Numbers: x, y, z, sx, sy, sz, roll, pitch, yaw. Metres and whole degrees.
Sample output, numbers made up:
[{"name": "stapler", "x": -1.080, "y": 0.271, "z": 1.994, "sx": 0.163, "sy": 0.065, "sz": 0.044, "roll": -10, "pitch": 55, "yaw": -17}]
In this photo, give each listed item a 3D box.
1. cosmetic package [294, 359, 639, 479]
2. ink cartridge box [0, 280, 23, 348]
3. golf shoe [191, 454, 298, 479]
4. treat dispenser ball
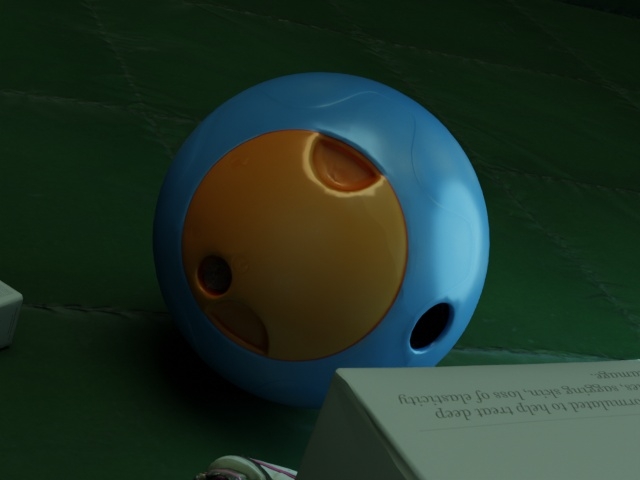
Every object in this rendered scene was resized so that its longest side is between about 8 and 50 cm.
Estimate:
[{"name": "cosmetic package", "x": 0.068, "y": 0.248, "z": 0.666, "sx": 0.217, "sy": 0.385, "sz": 0.156, "roll": 3, "pitch": 28, "yaw": -33}, {"name": "ink cartridge box", "x": -0.318, "y": 0.059, "z": 1.205, "sx": 0.088, "sy": 0.052, "sz": 0.122, "roll": 30, "pitch": 24, "yaw": 24}, {"name": "golf shoe", "x": -0.003, "y": 0.207, "z": 1.101, "sx": 0.186, "sy": 0.068, "sz": 0.086, "roll": 26, "pitch": 23, "yaw": 17}, {"name": "treat dispenser ball", "x": 0.000, "y": 0.000, "z": 1.277, "sx": 0.288, "sy": 0.288, "sz": 0.288, "roll": 16, "pitch": 24, "yaw": -7}]
